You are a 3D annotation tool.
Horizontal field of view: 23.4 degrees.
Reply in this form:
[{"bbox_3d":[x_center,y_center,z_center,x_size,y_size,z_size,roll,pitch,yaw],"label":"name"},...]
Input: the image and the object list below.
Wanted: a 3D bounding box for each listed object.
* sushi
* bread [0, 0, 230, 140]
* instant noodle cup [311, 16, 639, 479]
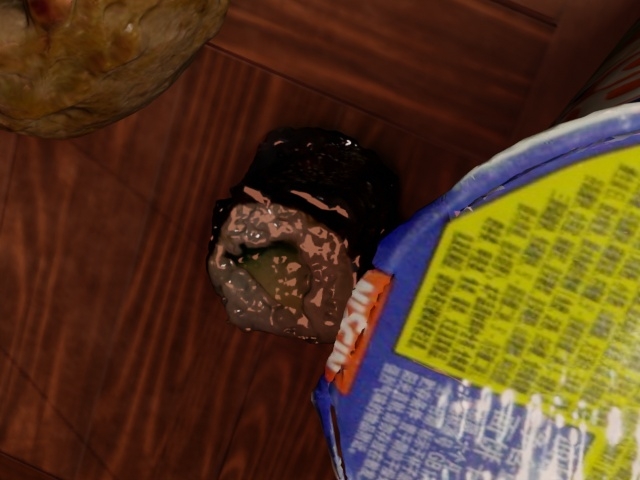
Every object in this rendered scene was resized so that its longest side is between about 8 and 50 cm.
[{"bbox_3d":[-0.001,-0.001,0.772,0.098,0.084,0.094,15,121,6],"label":"sushi"},{"bbox_3d":[-0.148,-0.151,0.713,0.230,0.123,0.230,11,125,16],"label":"bread"},{"bbox_3d":[0.181,0.009,0.568,0.284,0.312,0.284,10,123,16],"label":"instant noodle cup"}]
